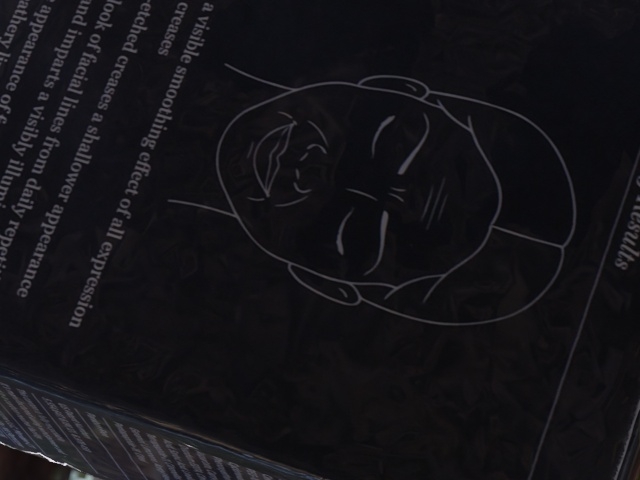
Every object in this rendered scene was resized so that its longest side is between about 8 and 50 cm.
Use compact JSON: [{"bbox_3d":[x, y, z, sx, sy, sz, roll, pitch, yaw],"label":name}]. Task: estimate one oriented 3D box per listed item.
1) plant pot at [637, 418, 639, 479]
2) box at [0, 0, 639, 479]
[{"bbox_3d":[0.177,0.235,0.408,0.366,0.366,0.353,23,-119,13],"label":"plant pot"},{"bbox_3d":[0.000,0.000,1.060,0.395,0.293,0.212,18,163,12],"label":"box"}]
